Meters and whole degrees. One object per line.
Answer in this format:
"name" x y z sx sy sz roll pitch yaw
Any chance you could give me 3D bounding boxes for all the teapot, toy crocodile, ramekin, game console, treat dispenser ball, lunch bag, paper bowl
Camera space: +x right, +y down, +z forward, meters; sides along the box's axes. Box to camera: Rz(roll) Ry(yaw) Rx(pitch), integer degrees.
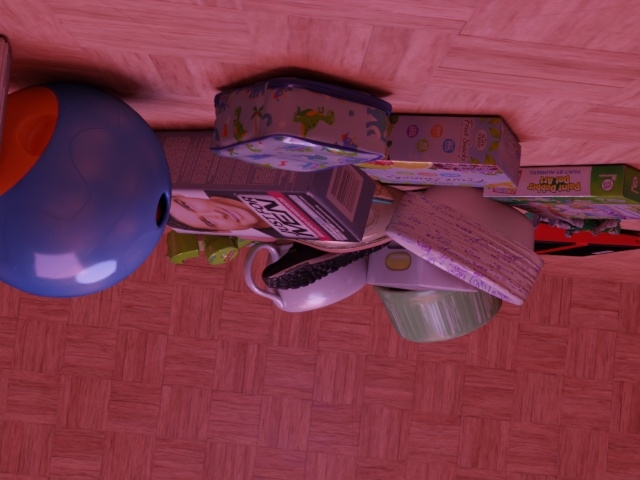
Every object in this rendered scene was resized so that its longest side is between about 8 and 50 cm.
"teapot" -0.023 0.032 2.106 0.252 0.187 0.256 -18 -166 9
"toy crocodile" -0.154 -0.031 1.997 0.340 0.115 0.105 -22 157 -11
"ramekin" 0.289 0.119 2.322 0.303 0.148 0.303 -17 -162 6
"game console" 0.568 -0.004 2.392 0.341 0.060 0.386 3 176 -7
"treat dispenser ball" -0.344 -0.066 1.294 0.288 0.288 0.288 6 175 0
"lunch bag" -0.026 -0.140 1.207 0.176 0.090 0.219 10 174 -30
"paper bowl" 0.271 -0.010 1.756 0.284 0.148 0.284 28 180 0

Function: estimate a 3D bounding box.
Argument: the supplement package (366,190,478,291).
"supplement package" 0.216 0.005 2.013 0.149 0.194 0.203 8 175 -29

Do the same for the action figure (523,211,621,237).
"action figure" 0.530 -0.038 1.960 0.232 0.064 0.137 5 174 -33

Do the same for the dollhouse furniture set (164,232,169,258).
"dollhouse furniture set" -0.270 -0.051 2.040 0.160 0.182 0.101 4 175 30

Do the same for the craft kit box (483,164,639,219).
"craft kit box" 0.441 -0.077 1.614 0.246 0.061 0.249 -2 172 41

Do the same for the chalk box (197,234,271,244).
"chalk box" -0.184 -0.059 2.155 0.132 0.133 0.213 8 174 -26

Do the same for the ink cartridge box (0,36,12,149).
"ink cartridge box" -0.472 -0.161 1.099 0.219 0.160 0.092 7 176 -11

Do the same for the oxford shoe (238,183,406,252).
"oxford shoe" -0.009 -0.065 1.863 0.396 0.141 0.146 -2 158 3

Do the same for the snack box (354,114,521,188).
"snack box" 0.160 -0.121 1.329 0.207 0.070 0.174 5 175 20

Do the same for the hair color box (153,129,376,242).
"hair color box" -0.122 -0.089 1.561 0.374 0.114 0.185 4 158 32

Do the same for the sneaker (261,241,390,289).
"sneaker" 0.000 0.000 1.972 0.283 0.124 0.107 -24 159 -8

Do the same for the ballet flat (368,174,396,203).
"ballet flat" 0.033 -0.104 1.716 0.206 0.067 0.073 4 177 -4
